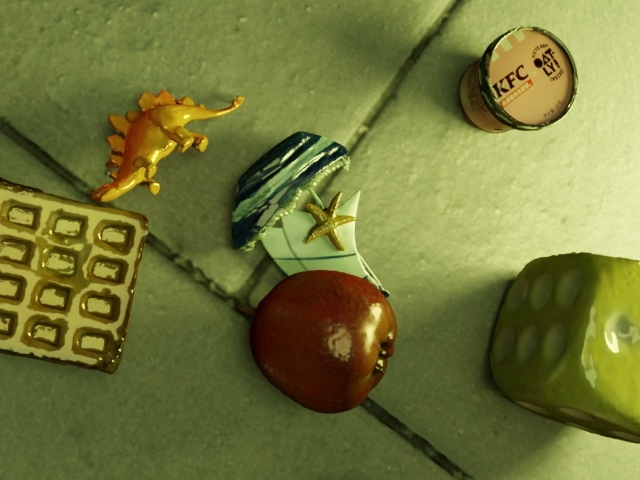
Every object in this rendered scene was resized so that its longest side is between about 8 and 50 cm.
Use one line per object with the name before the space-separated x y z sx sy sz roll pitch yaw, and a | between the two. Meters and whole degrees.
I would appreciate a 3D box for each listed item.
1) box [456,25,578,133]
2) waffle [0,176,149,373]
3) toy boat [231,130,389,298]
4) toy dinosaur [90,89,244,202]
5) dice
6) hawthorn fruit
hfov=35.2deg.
box | 0.287 -0.229 1.513 0.151 0.135 0.151 2 84 -17
waffle | -0.391 0.032 1.256 0.327 0.098 0.224 14 79 -17
toy boat | 0.000 0.000 1.438 0.220 0.067 0.291 -41 111 -18
toy dinosaur | -0.217 -0.144 1.340 0.117 0.070 0.288 32 53 12
dice | 0.402 0.155 1.466 0.233 0.238 0.227 23 76 -16
hawthorn fruit | -0.014 0.123 1.357 0.225 0.196 0.197 18 77 13
